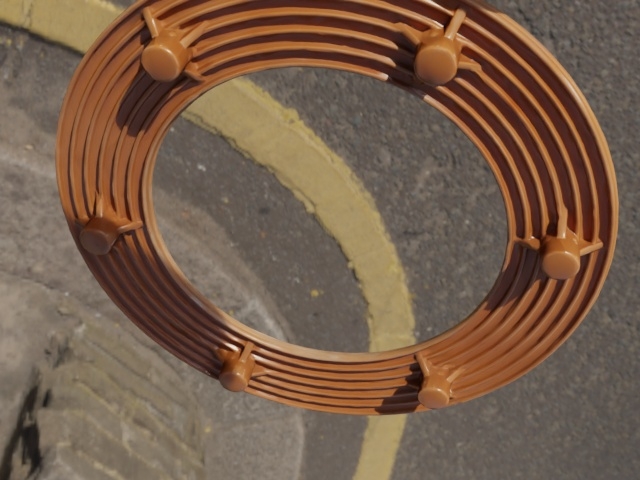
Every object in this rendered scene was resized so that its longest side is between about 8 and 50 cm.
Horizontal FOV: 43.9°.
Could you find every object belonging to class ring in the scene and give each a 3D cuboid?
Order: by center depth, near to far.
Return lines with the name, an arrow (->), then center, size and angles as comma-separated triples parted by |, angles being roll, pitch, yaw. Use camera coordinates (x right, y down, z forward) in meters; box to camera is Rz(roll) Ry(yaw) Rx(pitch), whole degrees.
ring -> 0.000, 0.000, 0.473 | 0.336, 0.032, 0.337 | 7, 130, 9
